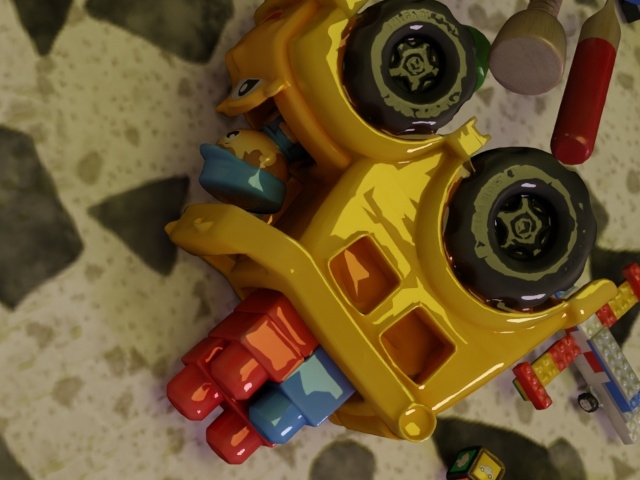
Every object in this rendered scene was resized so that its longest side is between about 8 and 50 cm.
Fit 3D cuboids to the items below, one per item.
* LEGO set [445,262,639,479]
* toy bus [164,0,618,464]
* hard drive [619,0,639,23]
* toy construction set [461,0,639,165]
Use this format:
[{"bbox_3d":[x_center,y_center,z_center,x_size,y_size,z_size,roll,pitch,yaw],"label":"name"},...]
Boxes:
[{"bbox_3d":[0.182,0.103,1.058,0.244,0.060,0.182,13,72,-30],"label":"LEGO set"},{"bbox_3d":[0.000,0.000,0.922,0.211,0.149,0.220,-39,102,-14],"label":"toy bus"},{"bbox_3d":[0.198,-0.210,1.137,0.094,0.022,0.135,-26,96,-32],"label":"hard drive"},{"bbox_3d":[0.117,-0.231,0.994,0.237,0.257,0.308,-67,151,-46],"label":"toy construction set"}]
